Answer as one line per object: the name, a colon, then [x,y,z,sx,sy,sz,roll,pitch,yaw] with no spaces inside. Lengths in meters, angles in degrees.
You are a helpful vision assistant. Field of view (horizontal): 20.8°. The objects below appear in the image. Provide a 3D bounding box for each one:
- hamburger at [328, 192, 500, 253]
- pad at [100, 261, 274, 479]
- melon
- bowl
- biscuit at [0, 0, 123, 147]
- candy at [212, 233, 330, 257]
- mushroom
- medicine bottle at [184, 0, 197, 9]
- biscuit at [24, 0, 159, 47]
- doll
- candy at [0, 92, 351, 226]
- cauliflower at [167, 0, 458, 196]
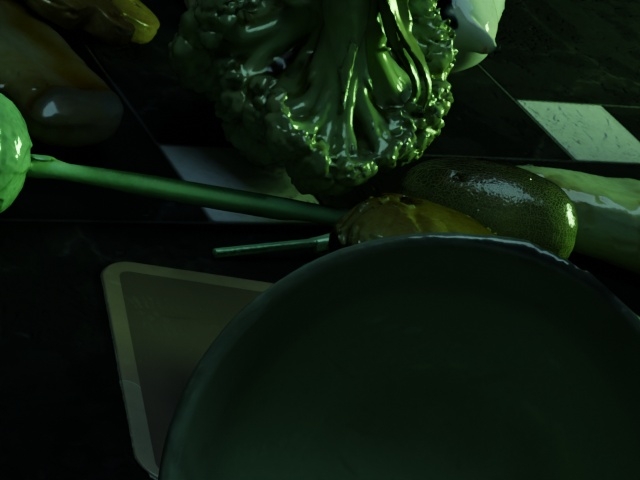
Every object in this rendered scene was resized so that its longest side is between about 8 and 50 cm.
hamburger: [0.127,0.071,1.229,0.285,0.134,0.265,29,-3,2]
pad: [-0.065,0.098,1.275,0.176,0.002,0.266,9,30,-20]
melon: [0.144,-0.022,1.521,0.162,0.099,0.099,14,29,-1]
bowl: [0.063,0.156,1.007,0.307,0.307,0.163,22,-8,3]
biscuit: [-0.326,-0.160,1.488,0.237,0.062,0.290,-6,38,-39]
candy: [0.000,0.000,1.448,0.194,0.058,0.062,-5,29,-25]
mushroom: [0.326,-0.005,1.627,0.333,0.087,0.107,18,29,0]
medicine bottle: [-0.094,-0.291,1.849,0.115,0.078,0.219,21,29,-4]
biscuit: [-0.227,-0.235,1.647,0.166,0.036,0.225,37,14,21]
doll: [0.145,-0.249,1.904,0.107,0.110,0.181,58,23,-15]
candy: [-0.152,-0.046,1.383,0.440,0.119,0.119,9,30,-34]
cauliflower: [-0.010,-0.195,1.550,0.260,0.281,0.327,-17,42,-1]
